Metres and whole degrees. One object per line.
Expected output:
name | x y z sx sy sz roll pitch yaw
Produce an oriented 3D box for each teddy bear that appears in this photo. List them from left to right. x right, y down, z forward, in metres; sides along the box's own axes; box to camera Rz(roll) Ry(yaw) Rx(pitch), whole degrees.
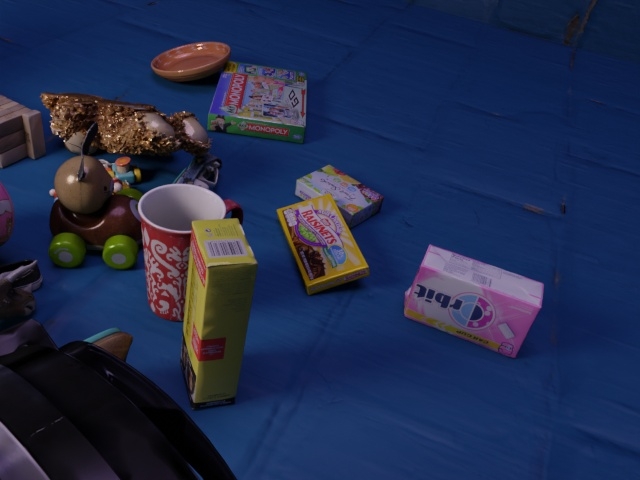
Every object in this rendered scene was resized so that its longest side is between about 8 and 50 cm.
teddy bear | -0.361 -0.195 1.101 0.337 0.113 0.245 10 15 11

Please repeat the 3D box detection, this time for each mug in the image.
mug | -0.177 0.021 0.847 0.150 0.169 0.113 -4 38 -20

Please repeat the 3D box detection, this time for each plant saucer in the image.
plant saucer | -0.319 -0.443 1.503 0.199 0.037 0.200 -6 36 4

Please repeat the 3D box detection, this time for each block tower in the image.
block tower | -0.677 -0.242 1.133 0.335 0.091 0.097 23 39 17

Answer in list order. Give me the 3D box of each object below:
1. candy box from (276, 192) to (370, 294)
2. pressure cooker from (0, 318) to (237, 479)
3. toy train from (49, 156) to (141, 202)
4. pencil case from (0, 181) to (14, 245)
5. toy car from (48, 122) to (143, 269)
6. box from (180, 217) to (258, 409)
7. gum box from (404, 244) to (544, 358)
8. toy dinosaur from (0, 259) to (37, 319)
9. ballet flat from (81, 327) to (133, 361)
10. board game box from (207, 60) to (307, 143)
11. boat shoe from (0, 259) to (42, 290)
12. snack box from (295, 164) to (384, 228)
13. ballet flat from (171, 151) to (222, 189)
candy box | 0.000 0.000 1.018 0.105 0.027 0.206 -16 42 -8
pressure cooker | -0.212 0.266 0.351 0.375 0.370 0.420 17 32 37
toy train | -0.392 -0.111 1.070 0.125 0.046 0.166 15 37 4
pencil case | -0.560 0.023 0.727 0.160 0.167 0.386 56 39 -16
toy car | -0.338 -0.076 0.915 0.148 0.188 0.155 2 39 -12
box | -0.125 0.092 0.714 0.058 0.232 0.087 -4 40 -24
gum box | 0.224 0.090 0.914 0.188 0.107 0.062 20 37 11
toy dinosaur | -0.435 0.082 0.667 0.120 0.313 0.160 -2 79 -2
ballet flat | -0.324 0.217 0.614 0.342 0.116 0.124 -27 71 -39
board game box | -0.140 -0.337 1.438 0.213 0.046 0.317 7 37 -7
boat shoe | -0.461 0.057 0.831 0.142 0.040 0.049 -15 44 -31
snack box | 0.035 -0.086 1.157 0.141 0.037 0.100 33 43 27
ballet flat | -0.224 -0.108 1.099 0.070 0.070 0.188 14 39 3
